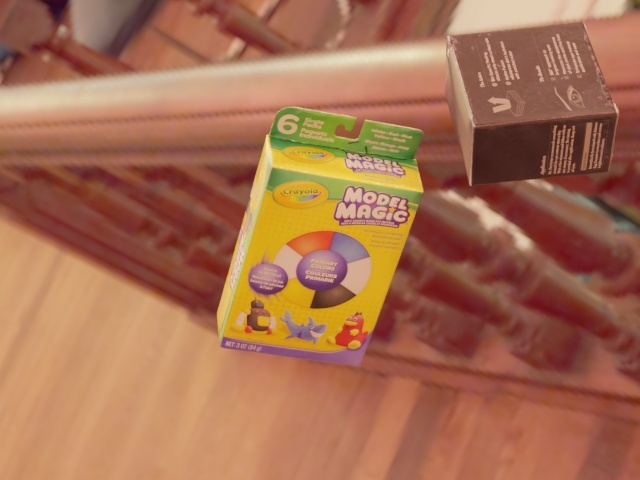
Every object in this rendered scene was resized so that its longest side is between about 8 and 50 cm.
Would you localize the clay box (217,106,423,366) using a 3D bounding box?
[{"bbox_3d":[0.000,0.000,1.317,0.053,0.127,0.222,-98,20,-51],"label":"clay box"}]

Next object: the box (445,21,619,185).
[{"bbox_3d":[0.227,-0.150,1.752,0.093,0.158,0.156,89,174,-46],"label":"box"}]
